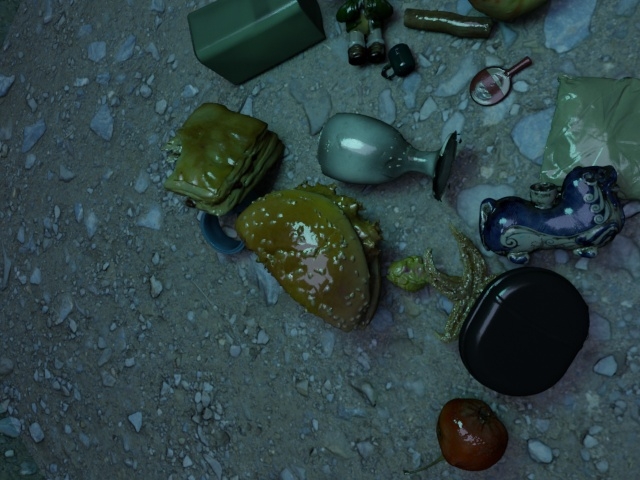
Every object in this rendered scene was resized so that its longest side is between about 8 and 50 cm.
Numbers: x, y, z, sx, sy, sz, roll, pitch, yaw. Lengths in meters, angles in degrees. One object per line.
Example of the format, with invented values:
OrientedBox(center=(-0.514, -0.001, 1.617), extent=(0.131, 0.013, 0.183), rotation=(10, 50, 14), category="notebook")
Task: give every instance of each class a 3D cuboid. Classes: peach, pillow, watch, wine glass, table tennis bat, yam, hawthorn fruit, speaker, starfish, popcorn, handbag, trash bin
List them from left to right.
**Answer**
OrientedBox(center=(-0.270, -0.057, 1.326), extent=(0.210, 0.211, 0.193), rotation=(25, 119, 24), category="watch")
OrientedBox(center=(-0.181, -0.623, 1.271), extent=(0.343, 0.223, 0.158), rotation=(-13, 83, 22), category="trash bin")
OrientedBox(center=(0.166, -0.223, 1.107), extent=(0.356, 0.190, 0.191), rotation=(16, 95, 26), category="wine glass")
OrientedBox(center=(0.212, -0.483, 1.173), extent=(0.094, 0.060, 0.076), rotation=(-33, 72, 57), category="speaker")
OrientedBox(center=(0.231, 0.092, 1.117), extent=(0.089, 0.109, 0.097), rotation=(108, 159, -49), category="popcorn")
OrientedBox(center=(0.329, -0.569, 1.117), extent=(0.241, 0.056, 0.057), rotation=(22, 98, 26), category="yam")
OrientedBox(center=(0.319, 0.510, 1.036), extent=(0.165, 0.165, 0.286), rotation=(40, 110, 21), category="hawthorn fruit")
OrientedBox(center=(0.398, 0.117, 1.056), extent=(0.302, 0.060, 0.300), rotation=(8, 86, 11), category="starfish")
OrientedBox(center=(0.451, -0.404, 1.073), extent=(0.154, 0.019, 0.098), rotation=(-32, 75, 24), category="table tennis bat")
OrientedBox(center=(0.443, -0.631, 0.998), extent=(0.232, 0.232, 0.233), rotation=(-1, 88, 25), category="peach")
OrientedBox(center=(0.461, 0.211, 0.968), extent=(0.253, 0.093, 0.308), rotation=(27, 101, 1), category="handbag")
OrientedBox(center=(0.651, -0.228, 0.938), extent=(0.280, 0.076, 0.275), rotation=(12, 93, 24), category="pillow")

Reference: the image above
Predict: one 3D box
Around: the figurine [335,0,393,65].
OrientedBox(center=(0.116, -0.678, 1.165), extent=(0.281, 0.167, 0.370), rotation=(-4, 95, 10), category="figurine")

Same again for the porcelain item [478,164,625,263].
OrientedBox(center=(0.500, -0.057, 0.942), extent=(0.287, 0.138, 0.186), rotation=(-5, 112, 23), category="porcelain item")

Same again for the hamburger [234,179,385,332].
OrientedBox(center=(0.000, 0.000, 1.100), extent=(0.445, 0.268, 0.287), rotation=(42, 102, 22), category="hamburger")

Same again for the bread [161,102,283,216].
OrientedBox(center=(-0.305, -0.255, 1.235), extent=(0.314, 0.370, 0.192), rotation=(21, 138, 21), category="bread")
